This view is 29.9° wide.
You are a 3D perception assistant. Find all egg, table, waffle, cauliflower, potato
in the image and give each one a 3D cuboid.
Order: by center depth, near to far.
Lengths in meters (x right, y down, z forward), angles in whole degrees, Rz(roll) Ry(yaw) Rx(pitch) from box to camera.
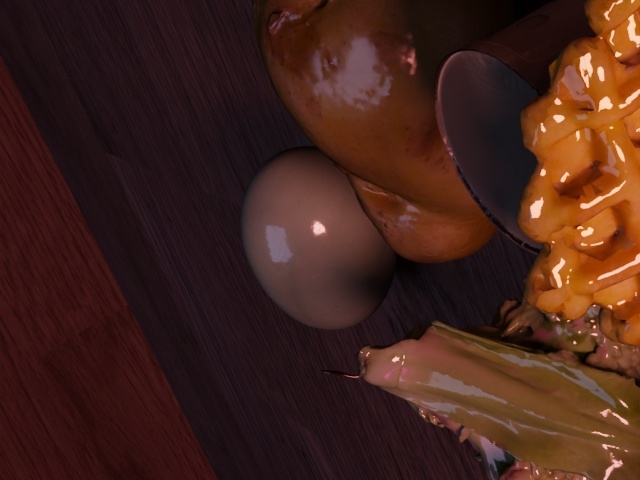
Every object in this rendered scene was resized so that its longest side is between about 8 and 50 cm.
[{"bbox_3d":[0.222,-0.054,0.565,0.051,0.291,0.291,-119,7,-63],"label":"waffle"},{"bbox_3d":[0.187,-0.096,0.664,0.126,0.220,0.126,49,158,27],"label":"table"},{"bbox_3d":[0.070,-0.126,0.936,0.218,0.202,0.351,55,172,46],"label":"potato"},{"bbox_3d":[0.155,0.131,1.032,0.315,0.239,0.256,19,125,-5],"label":"cauliflower"},{"bbox_3d":[0.000,0.000,1.337,0.168,0.168,0.231,34,154,49],"label":"egg"}]
